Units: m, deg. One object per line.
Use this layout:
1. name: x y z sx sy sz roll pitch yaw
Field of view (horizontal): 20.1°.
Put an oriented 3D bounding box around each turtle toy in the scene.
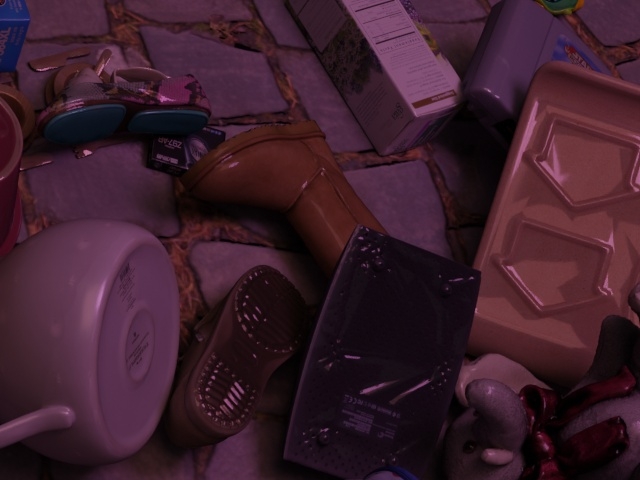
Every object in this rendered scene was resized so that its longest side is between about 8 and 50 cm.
1. turtle toy: 0.297 -0.350 2.356 0.095 0.066 0.130 -17 70 -34

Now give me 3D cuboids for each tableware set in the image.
1. tableware set: -0.297 -0.147 1.940 0.194 0.039 0.128 -19 71 -35

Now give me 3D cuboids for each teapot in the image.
1. teapot: -0.258 0.095 1.719 0.187 0.256 0.253 5 78 16

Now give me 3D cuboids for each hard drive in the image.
1. hard drive: 0.059 0.128 1.883 0.172 0.054 0.255 21 82 -21

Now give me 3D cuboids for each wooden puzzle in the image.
1. wooden puzzle: 0.347 0.006 2.048 0.322 0.080 0.348 18 86 2

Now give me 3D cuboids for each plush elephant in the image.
1. plush elephant: 0.240 0.208 1.878 0.255 0.330 0.272 5 54 1

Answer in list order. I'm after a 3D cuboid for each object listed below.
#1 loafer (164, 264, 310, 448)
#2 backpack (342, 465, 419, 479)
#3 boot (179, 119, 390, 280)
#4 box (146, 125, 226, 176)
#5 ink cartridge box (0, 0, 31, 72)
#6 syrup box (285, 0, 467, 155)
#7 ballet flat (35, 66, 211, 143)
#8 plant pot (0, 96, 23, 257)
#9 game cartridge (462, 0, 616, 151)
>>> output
1. loafer: -0.094 0.118 1.853 0.102 0.092 0.268 49 34 -10
2. backpack: 0.061 0.347 1.695 0.213 0.276 0.263 -12 61 -38
3. boot: 0.000 0.000 1.956 0.236 0.089 0.269 -20 72 -48
4. box: -0.149 -0.101 2.002 0.083 0.018 0.067 17 55 -18
5. ink cartridge box: -0.427 -0.255 1.898 0.203 0.086 0.148 -4 54 -30
6. syrup box: 0.067 -0.228 2.144 0.096 0.093 0.237 -22 73 -36
7. ballet flat: -0.219 -0.150 1.933 0.221 0.077 0.079 -7 62 -38
8. plant pot: -0.376 -0.060 1.756 0.201 0.180 0.201 12 57 -20
9. game cartridge: 0.298 -0.149 2.183 0.297 0.062 0.198 43 52 -24
